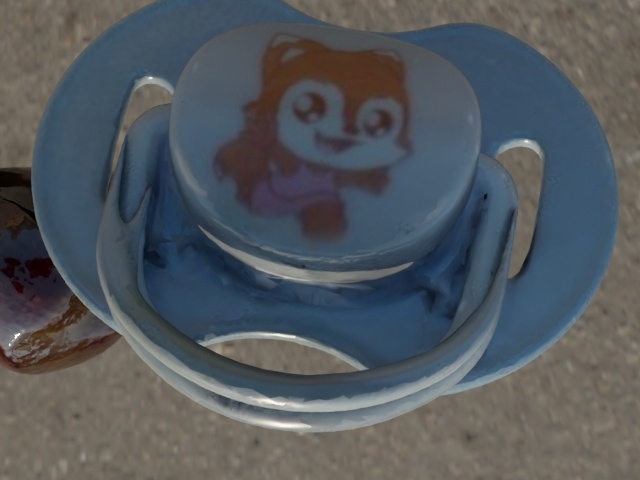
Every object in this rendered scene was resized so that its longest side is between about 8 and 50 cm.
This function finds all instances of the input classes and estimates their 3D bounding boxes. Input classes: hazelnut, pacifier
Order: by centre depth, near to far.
[{"bbox_3d":[0.000,0.000,1.001,0.299,0.244,0.233,10,160,6],"label":"pacifier"},{"bbox_3d":[-0.223,0.014,1.572,0.204,0.178,0.178,-38,128,-33],"label":"hazelnut"}]
